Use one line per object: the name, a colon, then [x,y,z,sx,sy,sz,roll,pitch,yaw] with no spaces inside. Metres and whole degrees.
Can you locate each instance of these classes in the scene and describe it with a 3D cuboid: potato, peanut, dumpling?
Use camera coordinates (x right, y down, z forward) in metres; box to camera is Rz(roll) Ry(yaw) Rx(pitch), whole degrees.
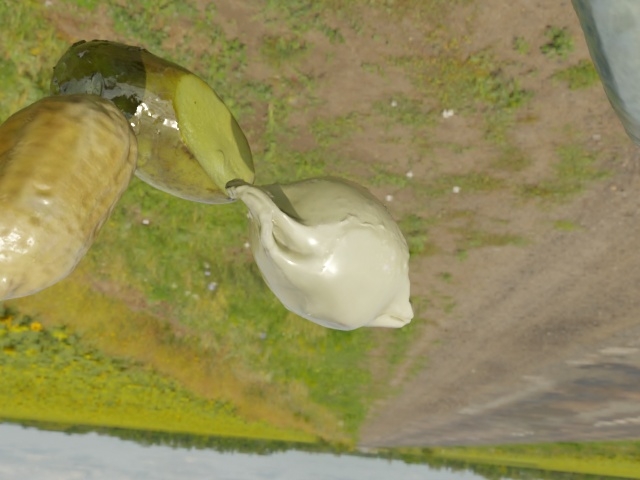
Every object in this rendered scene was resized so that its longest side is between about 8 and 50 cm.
potato: [-0.211,-0.153,1.005,0.298,0.141,0.176,31,151,-25]
peanut: [-0.256,-0.043,0.691,0.129,0.224,0.129,16,144,12]
dumpling: [0.000,0.000,0.798,0.258,0.147,0.193,32,-169,-39]

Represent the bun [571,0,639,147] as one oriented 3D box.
bun: [0.229,-0.211,0.385,0.211,0.362,0.362,-6,162,33]
